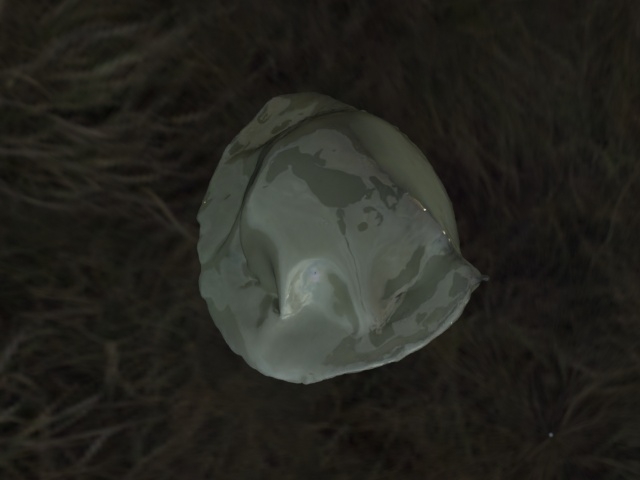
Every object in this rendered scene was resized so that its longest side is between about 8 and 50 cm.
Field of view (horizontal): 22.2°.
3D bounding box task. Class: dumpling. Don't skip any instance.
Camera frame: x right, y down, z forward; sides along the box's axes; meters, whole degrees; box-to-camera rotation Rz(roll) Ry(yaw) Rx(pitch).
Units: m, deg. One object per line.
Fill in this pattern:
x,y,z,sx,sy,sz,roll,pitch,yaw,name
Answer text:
-0.002,-0.003,1.001,0.166,0.126,0.216,-34,73,0,dumpling
